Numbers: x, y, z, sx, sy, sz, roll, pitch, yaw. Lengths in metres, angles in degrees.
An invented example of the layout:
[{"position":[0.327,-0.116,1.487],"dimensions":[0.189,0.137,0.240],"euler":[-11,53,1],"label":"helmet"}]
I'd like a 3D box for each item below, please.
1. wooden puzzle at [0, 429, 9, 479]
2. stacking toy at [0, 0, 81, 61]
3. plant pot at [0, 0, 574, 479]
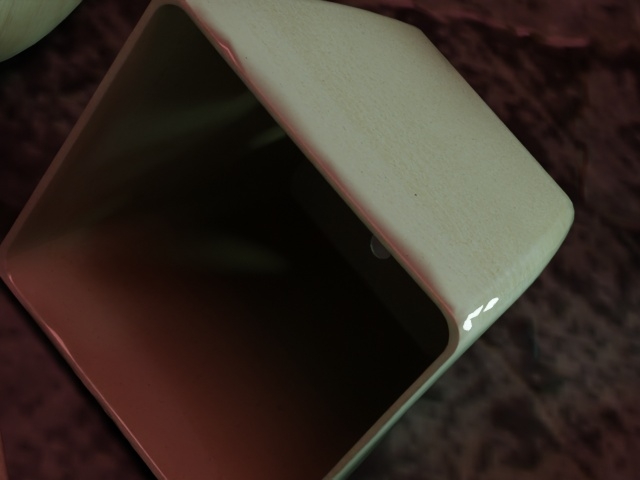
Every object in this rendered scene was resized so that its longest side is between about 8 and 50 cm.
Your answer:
[{"position":[-0.124,0.078,0.239],"dimensions":[0.348,0.080,0.322],"euler":[40,30,-56],"label":"wooden puzzle"},{"position":[-0.200,-0.182,0.492],"dimensions":[0.330,0.141,0.141],"euler":[30,50,7],"label":"stacking toy"},{"position":[0.000,0.000,0.461],"dimensions":[0.109,0.109,0.096],"euler":[49,40,13],"label":"plant pot"}]
